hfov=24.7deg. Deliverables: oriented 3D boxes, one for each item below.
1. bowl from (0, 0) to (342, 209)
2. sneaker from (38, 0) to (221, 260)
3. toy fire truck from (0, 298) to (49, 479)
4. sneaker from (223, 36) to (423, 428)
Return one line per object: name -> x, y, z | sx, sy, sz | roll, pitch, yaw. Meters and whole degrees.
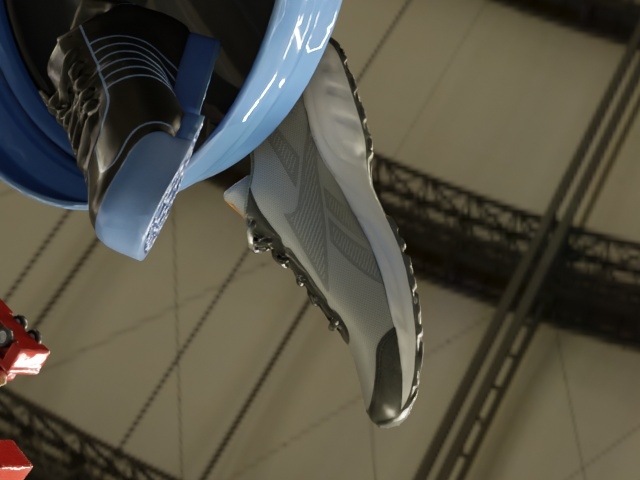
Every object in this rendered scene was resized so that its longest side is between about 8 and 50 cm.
bowl -> -0.136, -0.215, 0.968 | 0.391, 0.391, 0.077 | 40, -152, 31
sneaker -> -0.114, -0.068, 0.804 | 0.090, 0.081, 0.232 | 21, -155, -9
toy fire truck -> -0.331, 0.131, 1.422 | 0.192, 0.047, 0.135 | 41, -75, 29
sneaker -> 0.000, 0.000, 0.997 | 0.108, 0.100, 0.271 | -18, -97, -6
